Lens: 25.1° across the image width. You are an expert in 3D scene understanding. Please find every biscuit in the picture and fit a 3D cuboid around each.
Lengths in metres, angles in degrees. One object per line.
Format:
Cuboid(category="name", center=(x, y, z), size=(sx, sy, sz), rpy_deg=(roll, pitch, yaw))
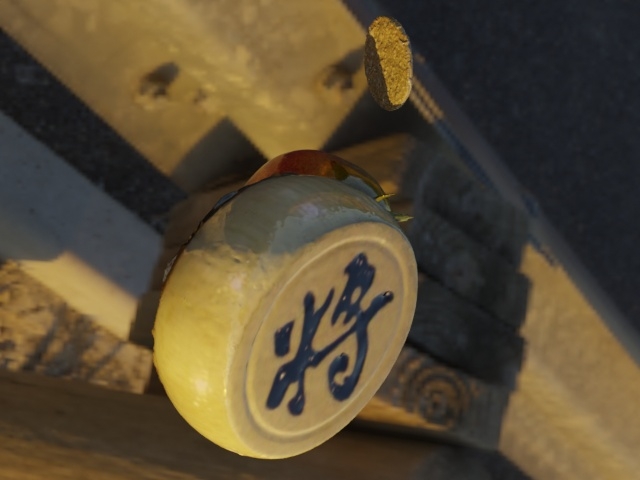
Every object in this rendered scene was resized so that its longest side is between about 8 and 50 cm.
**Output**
Cuboid(category="biscuit", center=(0.083, -0.218, 1.765), size=(0.015, 0.120, 0.120), rpy_deg=(-8, 101, -26))

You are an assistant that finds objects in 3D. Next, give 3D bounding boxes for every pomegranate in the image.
Cuboid(category="pomegranate", center=(0.000, 0.000, 1.767), size=(0.221, 0.257, 0.220), rpy_deg=(3, 85, -44))

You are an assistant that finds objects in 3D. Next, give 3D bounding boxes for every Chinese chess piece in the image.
Cuboid(category="Chinese chess piece", center=(-0.028, 0.067, 1.265), size=(0.257, 0.104, 0.257), rpy_deg=(-29, 135, -34))
